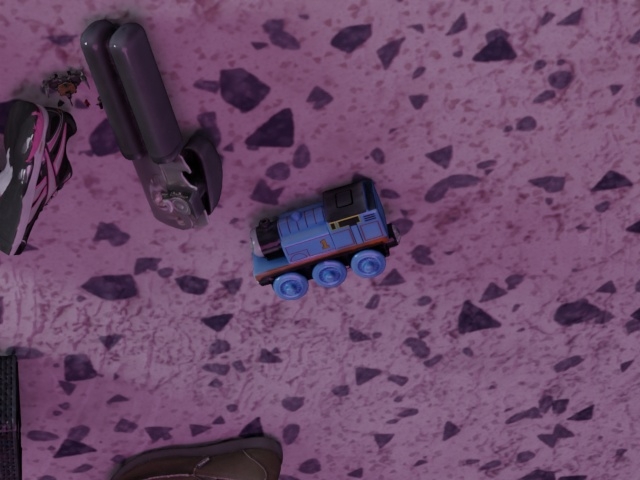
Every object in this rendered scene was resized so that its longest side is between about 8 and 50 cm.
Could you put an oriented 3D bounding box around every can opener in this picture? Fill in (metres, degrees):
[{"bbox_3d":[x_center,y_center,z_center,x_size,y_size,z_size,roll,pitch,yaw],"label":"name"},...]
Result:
[{"bbox_3d":[-0.176,-0.129,1.756,0.076,0.095,0.283,9,136,28],"label":"can opener"}]

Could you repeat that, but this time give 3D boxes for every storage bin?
[{"bbox_3d":[-0.421,0.242,2.034,0.084,0.122,0.180,-2,135,-9],"label":"storage bin"}]

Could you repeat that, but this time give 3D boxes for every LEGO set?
[{"bbox_3d":[-0.263,-0.165,1.730,0.054,0.023,0.083,-32,145,23],"label":"LEGO set"}]

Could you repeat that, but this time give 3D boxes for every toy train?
[{"bbox_3d":[0.000,0.000,1.908,0.184,0.080,0.105,-16,127,8],"label":"toy train"}]

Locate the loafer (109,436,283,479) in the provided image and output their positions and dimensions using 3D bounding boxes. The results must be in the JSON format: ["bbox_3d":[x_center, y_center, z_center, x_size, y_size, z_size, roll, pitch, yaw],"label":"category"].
[{"bbox_3d":[-0.172,0.336,2.204,0.251,0.087,0.094,-15,136,4],"label":"loafer"}]

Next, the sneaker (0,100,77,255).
[{"bbox_3d":[-0.305,-0.063,1.744,0.077,0.072,0.178,-2,122,-44],"label":"sneaker"}]

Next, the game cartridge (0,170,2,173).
[{"bbox_3d":[-0.491,-0.063,1.743,0.294,0.060,0.196,29,118,-33],"label":"game cartridge"}]
